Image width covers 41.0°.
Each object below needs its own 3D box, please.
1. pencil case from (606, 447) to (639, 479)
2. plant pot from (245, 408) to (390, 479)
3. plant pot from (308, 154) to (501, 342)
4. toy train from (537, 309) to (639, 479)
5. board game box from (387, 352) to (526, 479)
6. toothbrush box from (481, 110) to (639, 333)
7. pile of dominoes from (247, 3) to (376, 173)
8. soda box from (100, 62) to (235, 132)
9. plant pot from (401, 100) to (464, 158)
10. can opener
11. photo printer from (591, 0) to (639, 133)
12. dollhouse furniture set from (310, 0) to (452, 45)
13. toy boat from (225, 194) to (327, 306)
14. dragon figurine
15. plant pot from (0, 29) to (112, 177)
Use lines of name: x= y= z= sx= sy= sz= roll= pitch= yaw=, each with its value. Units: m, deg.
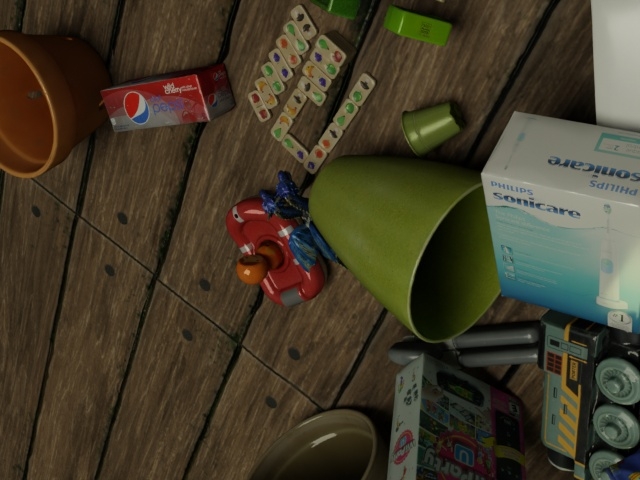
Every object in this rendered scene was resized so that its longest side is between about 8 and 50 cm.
pencil case: x=0.561 y=0.299 z=1.223 sx=0.306 sy=0.133 sz=0.119 roll=-35 pitch=97 yaw=5
plant pot: x=0.043 y=0.551 z=1.711 sx=0.323 sy=0.323 sz=0.280 roll=-15 pitch=119 yaw=40
plant pot: x=0.129 y=-0.024 z=1.379 sx=0.294 sy=0.275 sz=0.274 roll=31 pitch=129 yaw=39
toy train: x=0.441 y=0.250 z=1.365 sx=0.190 sy=0.142 sz=0.333 roll=20 pitch=126 yaw=41
board game box: x=0.227 y=0.367 z=1.412 sx=0.224 sy=0.303 sz=0.097 roll=27 pitch=133 yaw=-16
toothbrush box: x=0.361 y=-0.021 z=1.199 sx=0.216 sy=0.126 sz=0.295 roll=15 pitch=150 yaw=29
pile of dominoes: x=-0.031 y=-0.256 z=1.491 sx=0.196 sy=0.040 sz=0.251 roll=43 pitch=130 yaw=9
soda box: x=-0.294 y=-0.271 z=1.641 sx=0.263 sy=0.083 sz=0.092 roll=-1 pitch=113 yaw=35
plant pot: x=0.183 y=-0.183 z=1.358 sx=0.079 sy=0.083 sz=0.083 roll=-23 pitch=99 yaw=28
can opener: x=0.256 y=0.196 z=1.495 sx=0.281 sy=0.093 sz=0.074 roll=-12 pitch=105 yaw=34
photo printer: x=0.507 y=-0.215 z=1.081 sx=0.308 sy=0.107 sz=0.255 roll=6 pitch=117 yaw=33
dollhouse furniture set: x=0.126 y=-0.457 z=1.228 sx=0.198 sy=0.151 sz=0.301 roll=11 pitch=111 yaw=-14
toy boat: x=-0.103 y=0.031 z=1.617 sx=0.151 sy=0.151 sz=0.231 roll=-23 pitch=99 yaw=41
dragon figurine: x=0.000 y=0.000 z=1.532 sx=0.085 sy=0.144 sz=0.289 roll=-23 pitch=99 yaw=41
plant pot: x=-0.564 y=-0.295 z=1.743 sx=0.291 sy=0.203 sz=0.290 roll=16 pitch=121 yaw=29
